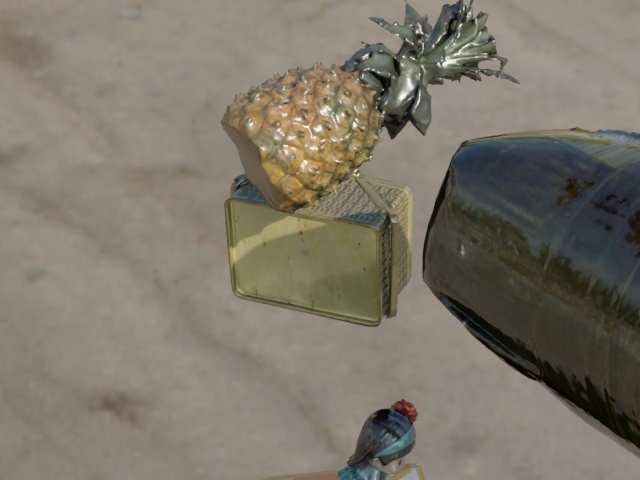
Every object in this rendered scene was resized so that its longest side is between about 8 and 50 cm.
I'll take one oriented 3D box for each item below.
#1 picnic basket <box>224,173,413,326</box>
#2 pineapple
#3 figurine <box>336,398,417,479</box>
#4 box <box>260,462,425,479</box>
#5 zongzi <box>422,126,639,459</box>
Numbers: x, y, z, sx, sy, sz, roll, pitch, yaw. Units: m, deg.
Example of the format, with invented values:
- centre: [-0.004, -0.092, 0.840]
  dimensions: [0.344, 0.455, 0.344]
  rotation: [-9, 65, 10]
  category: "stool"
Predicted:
- centre: [0.000, 0.000, 1.460]
  dimensions: [0.164, 0.115, 0.079]
  rotation: [13, 35, 20]
  category: "picnic basket"
- centre: [0.041, -0.123, 1.343]
  dimensions: [0.251, 0.125, 0.125]
  rotation: [-30, 41, -18]
  category: "pineapple"
- centre: [0.044, 0.181, 1.343]
  dimensions: [0.047, 0.106, 0.060]
  rotation: [33, 27, 9]
  category: "figurine"
- centre: [-0.020, 0.378, 1.448]
  dimensions: [0.214, 0.283, 0.260]
  rotation: [-13, 8, 42]
  category: "box"
- centre: [0.325, 0.041, 1.127]
  dimensions: [0.432, 0.207, 0.403]
  rotation: [-1, 20, -34]
  category: "zongzi"
